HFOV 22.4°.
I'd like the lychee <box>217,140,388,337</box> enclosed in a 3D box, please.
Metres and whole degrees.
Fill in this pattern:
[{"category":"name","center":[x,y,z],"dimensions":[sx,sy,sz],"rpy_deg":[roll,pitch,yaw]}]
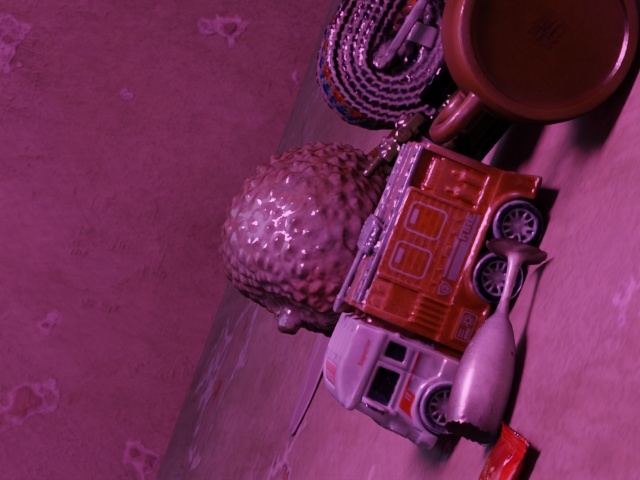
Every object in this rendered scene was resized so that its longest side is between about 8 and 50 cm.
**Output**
[{"category":"lychee","center":[0.000,0.000,2.109],"dimensions":[0.274,0.255,0.255],"rpy_deg":[-61,7,-23]}]

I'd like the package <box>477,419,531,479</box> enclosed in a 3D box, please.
[{"category":"package","center":[0.141,0.264,1.465],"dimensions":[0.083,0.022,0.200],"rpy_deg":[-133,64,-80]}]

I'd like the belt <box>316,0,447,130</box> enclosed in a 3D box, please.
[{"category":"belt","center":[0.124,-0.289,2.217],"dimensions":[0.295,0.206,0.160],"rpy_deg":[-54,5,-5]}]

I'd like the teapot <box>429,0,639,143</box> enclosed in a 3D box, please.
[{"category":"teapot","center":[0.203,-0.199,1.625],"dimensions":[0.268,0.185,0.175],"rpy_deg":[-47,5,1]}]

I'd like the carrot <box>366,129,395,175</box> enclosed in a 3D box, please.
[{"category":"carrot","center":[0.106,-0.143,2.448],"dimensions":[0.254,0.049,0.049],"rpy_deg":[-51,20,53]}]

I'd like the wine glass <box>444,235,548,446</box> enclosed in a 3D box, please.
[{"category":"wine glass","center":[0.166,0.097,1.569],"dimensions":[0.066,0.066,0.198],"rpy_deg":[136,154,-66]}]

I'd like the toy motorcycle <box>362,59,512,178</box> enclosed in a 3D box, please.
[{"category":"toy motorcycle","center":[0.155,-0.131,1.855],"dimensions":[0.205,0.127,0.275],"rpy_deg":[-52,-10,-4]}]

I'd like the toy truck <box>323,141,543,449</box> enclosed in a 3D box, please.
[{"category":"toy truck","center":[0.106,0.051,1.692],"dimensions":[0.136,0.162,0.305],"rpy_deg":[-154,86,-80]}]

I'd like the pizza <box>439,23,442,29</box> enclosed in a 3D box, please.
[{"category":"pizza","center":[0.240,-0.308,2.024],"dimensions":[0.188,0.080,0.204],"rpy_deg":[-43,4,9]}]

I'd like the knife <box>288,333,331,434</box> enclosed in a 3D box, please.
[{"category":"knife","center":[0.013,0.132,2.425],"dimensions":[0.081,0.043,0.336],"rpy_deg":[172,113,-71]}]
